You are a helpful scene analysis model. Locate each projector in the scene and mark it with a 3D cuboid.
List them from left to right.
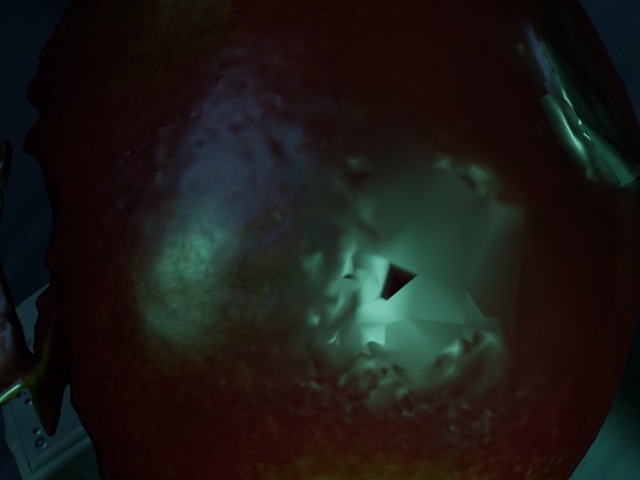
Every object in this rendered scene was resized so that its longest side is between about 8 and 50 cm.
[{"bbox_3d":[-0.167,0.093,1.088,0.115,0.061,0.147,-36,47,12],"label":"projector"}]

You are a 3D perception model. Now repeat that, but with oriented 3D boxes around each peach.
[{"bbox_3d":[0.015,-0.016,0.845,0.310,0.335,0.405,-18,47,25],"label":"peach"}]
